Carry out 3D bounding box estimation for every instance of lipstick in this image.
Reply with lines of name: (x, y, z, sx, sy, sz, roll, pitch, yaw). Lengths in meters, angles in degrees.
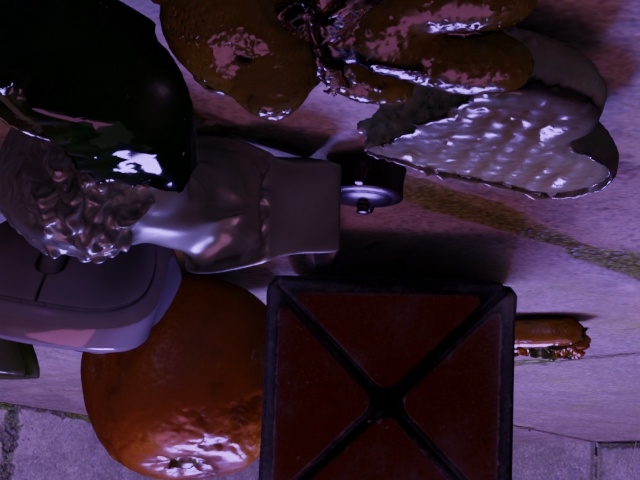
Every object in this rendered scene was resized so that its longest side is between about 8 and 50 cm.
lipstick: (0.000, 0.000, 1.255, 0.040, 0.040, 0.141, 3, 165, 3)

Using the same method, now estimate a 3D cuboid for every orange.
orange: (-0.157, 0.164, 1.530, 0.261, 0.261, 0.261, 4, 166, 1)

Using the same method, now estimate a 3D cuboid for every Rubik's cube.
Rubik's cube: (0.075, 0.163, 1.374, 0.259, 0.255, 0.260, 3, 176, 4)

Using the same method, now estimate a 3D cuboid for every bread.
bread: (0.110, -0.082, 0.854, 0.172, 0.064, 0.232, -2, 163, 20)

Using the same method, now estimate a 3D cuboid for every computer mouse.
computer mouse: (-0.219, 0.025, 1.183, 0.184, 0.121, 0.297, 13, -177, 6)

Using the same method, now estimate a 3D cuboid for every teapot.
teapot: (0.037, -0.043, 1.066, 0.068, 0.045, 0.100, 3, 165, 9)

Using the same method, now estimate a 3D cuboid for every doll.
doll: (0.012, -0.109, 0.698, 0.209, 0.097, 0.137, 2, 150, 13)

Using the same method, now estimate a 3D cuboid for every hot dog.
hot dog: (0.258, 0.129, 1.662, 0.188, 0.055, 0.072, -5, 165, 27)

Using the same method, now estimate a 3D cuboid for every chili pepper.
chili pepper: (-0.183, -0.113, 0.718, 0.264, 0.116, 0.148, 19, 164, -13)

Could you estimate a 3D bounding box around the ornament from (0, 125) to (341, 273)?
ornament: (-0.114, -0.032, 0.984, 0.285, 0.130, 0.120, 15, 175, -38)

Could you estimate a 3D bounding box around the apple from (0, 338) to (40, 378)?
apple: (-0.465, 0.097, 1.288, 0.360, 0.320, 0.312, -2, 127, -1)
